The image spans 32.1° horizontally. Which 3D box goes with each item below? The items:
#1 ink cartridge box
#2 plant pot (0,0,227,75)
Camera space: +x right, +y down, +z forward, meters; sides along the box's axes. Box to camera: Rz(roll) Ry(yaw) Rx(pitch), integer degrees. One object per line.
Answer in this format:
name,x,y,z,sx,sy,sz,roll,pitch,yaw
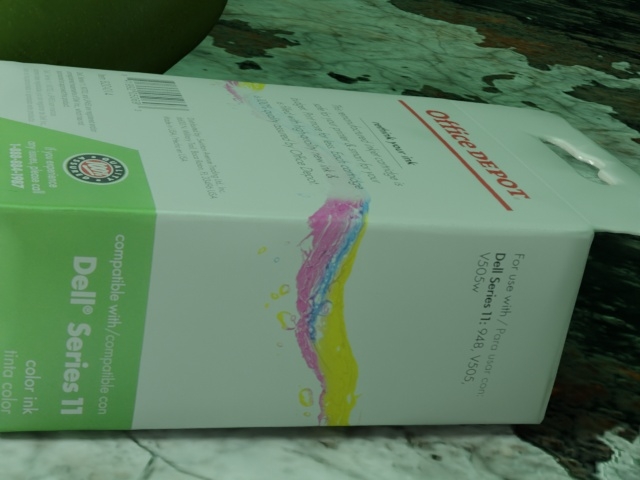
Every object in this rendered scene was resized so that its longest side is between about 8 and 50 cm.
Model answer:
ink cartridge box,0.000,0.000,0.600,0.353,0.119,0.207,2,25,-17
plant pot,-0.230,-0.159,0.724,0.274,0.275,0.293,15,39,8
